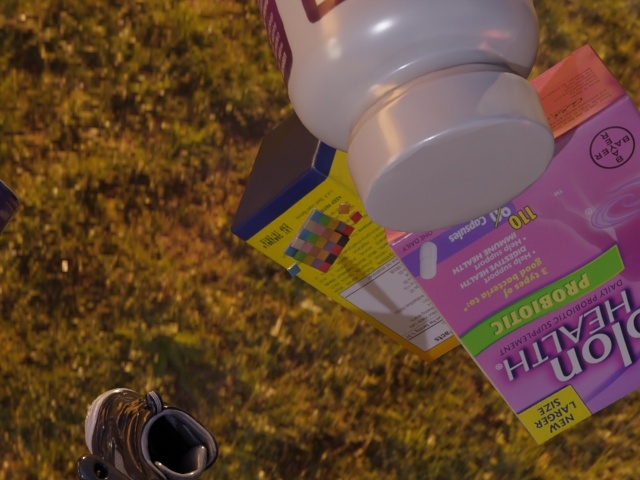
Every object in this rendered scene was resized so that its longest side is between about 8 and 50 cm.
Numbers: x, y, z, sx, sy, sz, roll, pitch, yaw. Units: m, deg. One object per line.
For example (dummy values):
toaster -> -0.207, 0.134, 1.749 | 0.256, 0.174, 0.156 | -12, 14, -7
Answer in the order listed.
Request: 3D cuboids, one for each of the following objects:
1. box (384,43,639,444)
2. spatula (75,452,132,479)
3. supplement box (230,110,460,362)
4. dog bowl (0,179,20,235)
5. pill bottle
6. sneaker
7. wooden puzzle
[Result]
box -> 0.199, 0.007, 1.064 | 0.214, 0.243, 0.117 | -32, 27, 12
spatula -> -0.101, 0.264, 1.067 | 0.030, 0.296, 0.084 | -21, 35, 26
supplement box -> 0.092, -0.027, 1.761 | 0.356, 0.194, 0.195 | 35, 47, -20
dog bowl -> -0.367, -0.064, 1.002 | 0.265, 0.265, 0.104 | 33, 78, 9
pill bottle -> 0.044, -0.163, 0.861 | 0.169, 0.169, 0.301 | -9, 63, -17
sneaker -> -0.169, 0.290, 1.447 | 0.101, 0.153, 0.268 | -24, 93, -34
wooden puzzle -> 0.000, 0.000, 1.151 | 0.049, 0.083, 0.006 | 25, 15, -36
